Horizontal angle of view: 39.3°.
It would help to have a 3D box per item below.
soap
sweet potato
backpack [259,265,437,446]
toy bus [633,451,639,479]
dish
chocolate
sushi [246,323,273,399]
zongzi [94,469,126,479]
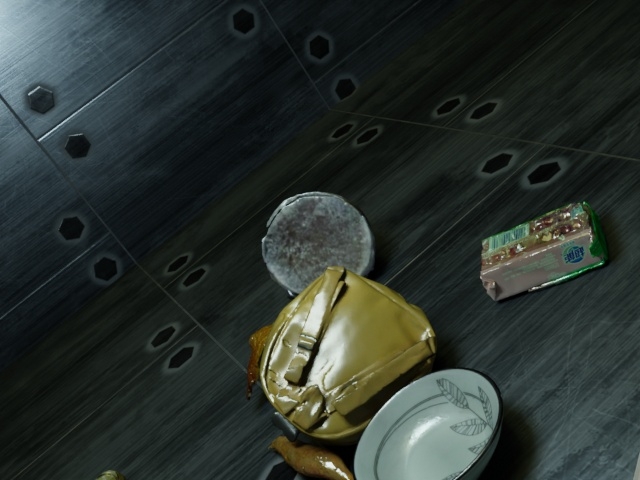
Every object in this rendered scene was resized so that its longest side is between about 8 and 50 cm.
[{"bbox_3d":[0.478,0.019,1.959,0.273,0.098,0.218,-23,27,23],"label":"soap"},{"bbox_3d":[-0.030,0.452,1.846,0.072,0.066,0.314,-5,3,-36],"label":"sweet potato"},{"bbox_3d":[0.044,0.246,1.873,0.378,0.201,0.353,-40,64,-20],"label":"backpack"},{"bbox_3d":[0.494,0.370,1.186,0.143,0.179,0.305,-12,32,41],"label":"toy bus"},{"bbox_3d":[0.211,0.378,1.628,0.316,0.106,0.316,-31,24,15],"label":"dish"},{"bbox_3d":[0.000,0.000,2.403,0.303,0.303,0.213,-30,9,11],"label":"chocolate"},{"bbox_3d":[-0.054,0.255,2.122,0.296,0.166,0.179,-16,32,-8],"label":"sushi"},{"bbox_3d":[-0.412,0.613,1.982,0.288,0.134,0.286,-16,23,8],"label":"zongzi"}]
